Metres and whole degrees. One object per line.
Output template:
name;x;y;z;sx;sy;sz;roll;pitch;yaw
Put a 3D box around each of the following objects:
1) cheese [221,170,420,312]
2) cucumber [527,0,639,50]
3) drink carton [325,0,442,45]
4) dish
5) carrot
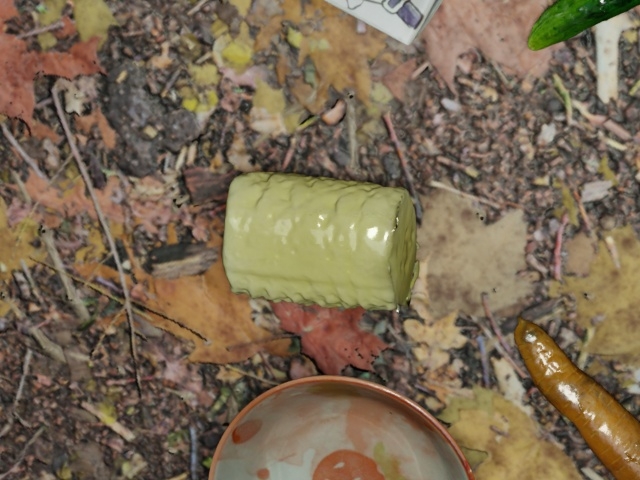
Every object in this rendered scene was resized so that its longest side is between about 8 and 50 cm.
cheese;0.000;0.000;1.767;0.167;0.094;0.123;5;121;17
cucumber;0.244;-0.206;1.657;0.168;0.039;0.039;-27;102;23
drink carton;0.020;-0.279;1.653;0.222;0.102;0.134;29;112;0
dish;0.029;0.234;1.852;0.260;0.085;0.260;4;109;13
carrot;0.258;0.166;1.787;0.248;0.059;0.059;45;114;-3
